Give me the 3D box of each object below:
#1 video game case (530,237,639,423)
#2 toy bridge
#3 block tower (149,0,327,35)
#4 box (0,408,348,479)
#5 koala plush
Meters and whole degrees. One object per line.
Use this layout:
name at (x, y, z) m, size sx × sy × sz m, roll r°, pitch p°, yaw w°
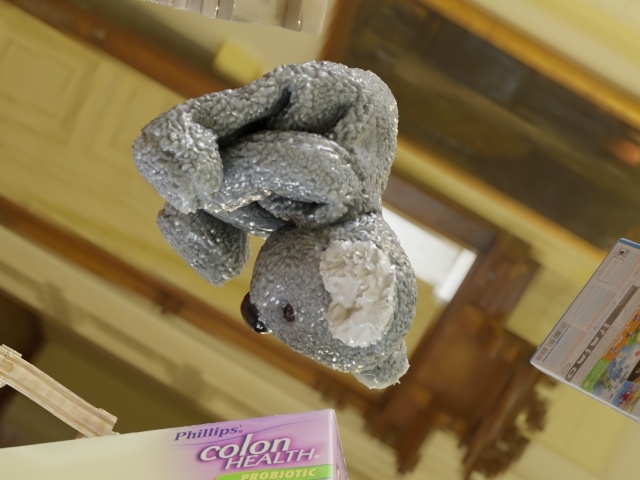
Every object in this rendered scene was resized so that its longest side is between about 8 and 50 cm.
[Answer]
video game case at (0.227, 0.064, 1.317) m, size 0.119 × 0.015 × 0.166 m, roll -53°, pitch -156°, yaw -5°
toy bridge at (-0.215, 0.086, 1.224) m, size 0.026 × 0.188 × 0.063 m, roll -62°, pitch -168°, yaw -16°
block tower at (-0.140, -0.243, 1.515) m, size 0.097 × 0.335 × 0.091 m, roll 0°, pitch 103°, yaw -49°
box at (-0.087, 0.226, 1.033) m, size 0.243 × 0.214 × 0.117 m, roll -91°, pitch 171°, yaw -55°
koala plush at (0.000, 0.000, 1.355) m, size 0.203 × 0.221 × 0.196 m, roll -26°, pitch 158°, yaw -6°
